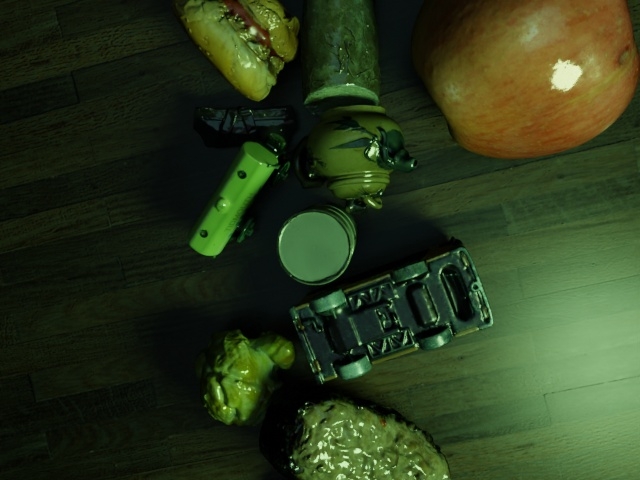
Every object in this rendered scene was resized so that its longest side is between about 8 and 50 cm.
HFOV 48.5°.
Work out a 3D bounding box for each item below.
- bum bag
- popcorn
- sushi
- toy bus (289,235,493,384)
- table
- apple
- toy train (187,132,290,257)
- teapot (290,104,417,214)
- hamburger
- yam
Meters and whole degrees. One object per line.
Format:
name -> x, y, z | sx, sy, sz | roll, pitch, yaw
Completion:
bum bag -> -0.141, -0.216, 1.340 | 0.198, 0.049, 0.087 | 0, 117, 2
popcorn -> -0.134, 0.246, 1.317 | 0.212, 0.198, 0.198 | -34, 91, 1
sushi -> 0.061, 0.382, 1.262 | 0.350, 0.171, 0.211 | 33, 80, -23
toy bus -> 0.129, 0.121, 1.272 | 0.323, 0.194, 0.162 | -21, 93, 11
table -> 0.000, 0.000, 1.258 | 0.126, 0.220, 0.126 | 1, 96, 6
apple -> 0.317, -0.307, 1.136 | 0.364, 0.364, 0.364 | 1, 96, 6
toy train -> -0.150, -0.080, 1.281 | 0.105, 0.157, 0.253 | 37, 112, 2
teapot -> 0.054, -0.136, 1.265 | 0.269, 0.173, 0.182 | -9, 85, 38
hamburger -> -0.146, -0.374, 1.237 | 0.244, 0.244, 0.163 | 44, 102, 0
yam -> 0.035, -0.347, 1.257 | 0.154, 0.154, 0.254 | 1, 97, 6
